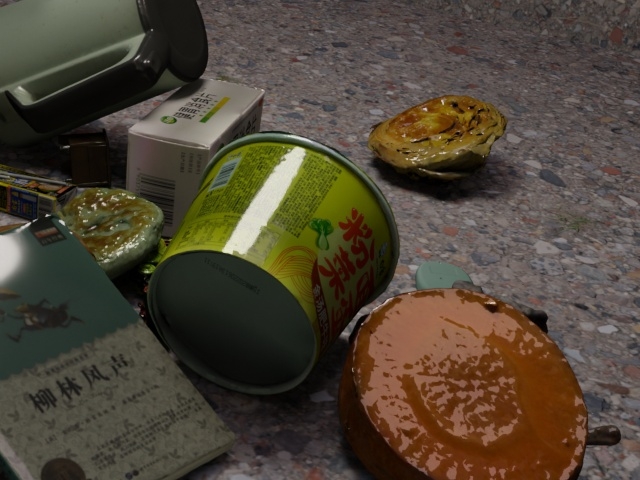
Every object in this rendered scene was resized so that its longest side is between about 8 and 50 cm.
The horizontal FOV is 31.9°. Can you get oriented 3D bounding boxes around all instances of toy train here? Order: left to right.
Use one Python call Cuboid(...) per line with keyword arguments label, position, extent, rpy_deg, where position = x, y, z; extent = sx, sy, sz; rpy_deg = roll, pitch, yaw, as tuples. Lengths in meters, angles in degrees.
Cuboid(label="toy train", position=(-0.227, 0.067, 1.603), extent=(0.085, 0.053, 0.250), rpy_deg=(2, 26, -17))

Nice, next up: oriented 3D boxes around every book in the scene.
Cuboid(label="book", position=(-0.302, 0.141, 1.281), extent=(0.379, 0.031, 0.264), rpy_deg=(49, 41, 16))

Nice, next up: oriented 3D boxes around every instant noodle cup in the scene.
Cuboid(label="instant noodle cup", position=(-0.072, 0.045, 1.455), extent=(0.311, 0.311, 0.221), rpy_deg=(17, 41, 15))

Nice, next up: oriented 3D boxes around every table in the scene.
Cuboid(label="table", position=(-0.408, -0.141, 1.933), extent=(0.082, 0.083, 0.070), rpy_deg=(-6, 26, -14))

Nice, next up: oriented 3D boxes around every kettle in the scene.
Cuboid(label="kettle", position=(-0.414, -0.302, 1.908), extent=(0.376, 0.250, 0.361), rpy_deg=(-15, 29, 20))

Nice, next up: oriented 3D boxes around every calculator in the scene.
Cuboid(label="calculator", position=(0.198, 0.072, 1.769), extent=(0.095, 0.021, 0.153), rpy_deg=(6, 23, -5))

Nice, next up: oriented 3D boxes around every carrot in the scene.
Cuboid(label="carrot", position=(0.170, 0.195, 1.322), extent=(0.307, 0.100, 0.258), rpy_deg=(32, 63, 18))

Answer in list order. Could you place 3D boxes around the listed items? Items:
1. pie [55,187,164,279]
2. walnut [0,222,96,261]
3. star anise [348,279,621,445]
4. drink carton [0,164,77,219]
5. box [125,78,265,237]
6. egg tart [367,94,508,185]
Cuboid(label="pie", position=(-0.344, -0.005, 1.649), extent=(0.240, 0.054, 0.240), rpy_deg=(-9, 30, 5))
Cuboid(label="walnut", position=(-0.384, 0.058, 1.453), extent=(0.207, 0.167, 0.167), rpy_deg=(-13, 34, -34))
Cuboid(label="star anise", position=(0.215, 0.140, 1.499), extent=(0.359, 0.139, 0.316), rpy_deg=(7, 36, 7))
Cuboid(label="drink carton", position=(-0.483, -0.078, 1.809), extent=(0.165, 0.056, 0.071), rpy_deg=(16, 24, 14))
Cuboid(label="box", position=(-0.207, -0.146, 1.902), extent=(0.145, 0.173, 0.333), rpy_deg=(14, 26, 8))
Cuboid(label="egg tart", position=(0.231, -0.182, 2.192), extent=(0.297, 0.132, 0.297), rpy_deg=(-6, 28, 3))
